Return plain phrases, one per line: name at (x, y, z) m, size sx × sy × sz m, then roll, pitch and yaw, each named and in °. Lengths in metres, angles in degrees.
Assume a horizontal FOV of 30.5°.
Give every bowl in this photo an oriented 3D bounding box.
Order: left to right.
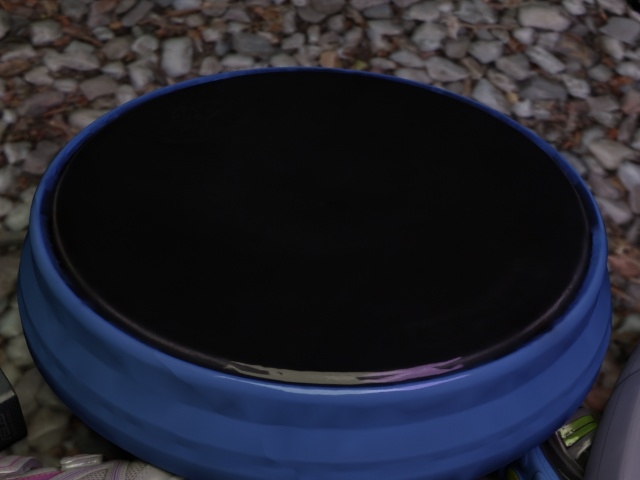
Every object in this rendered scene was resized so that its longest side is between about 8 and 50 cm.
bowl at (0.000, 0.000, 0.774) m, size 0.391 × 0.077 × 0.391 m, roll 3°, pitch 36°, yaw -2°

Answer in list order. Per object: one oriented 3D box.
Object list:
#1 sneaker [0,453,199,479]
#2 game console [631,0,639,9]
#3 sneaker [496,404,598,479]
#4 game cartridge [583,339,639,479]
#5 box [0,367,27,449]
sneaker at (-0.159, 0.164, 0.684) m, size 0.252 × 0.103 × 0.111 m, roll -27°, pitch 60°, yaw -23°
game console at (0.343, -0.248, 1.056) m, size 0.122 × 0.107 × 0.071 m, roll -34°, pitch 33°, yaw -27°
sneaker at (0.157, 0.137, 0.755) m, size 0.078 × 0.067 × 0.188 m, roll 4°, pitch 50°, yaw -22°
game cartridge at (0.246, 0.187, 0.683) m, size 0.198 × 0.062 × 0.297 m, roll 28°, pitch 52°, yaw -11°
box at (-0.329, 0.076, 0.770) m, size 0.183 × 0.059 × 0.232 m, roll -29°, pitch 60°, yaw -23°
